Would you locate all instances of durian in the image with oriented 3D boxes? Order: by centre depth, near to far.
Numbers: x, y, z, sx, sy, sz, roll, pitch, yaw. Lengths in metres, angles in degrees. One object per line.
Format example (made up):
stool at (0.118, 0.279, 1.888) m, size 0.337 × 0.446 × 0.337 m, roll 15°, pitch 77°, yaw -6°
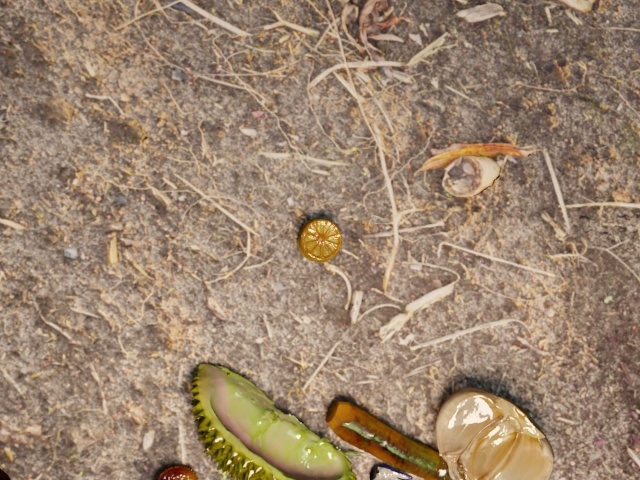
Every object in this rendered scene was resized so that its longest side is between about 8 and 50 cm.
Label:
durian at (-0.087, 0.361, 1.671) m, size 0.355 × 0.157 × 0.169 m, roll 32°, pitch 67°, yaw -8°

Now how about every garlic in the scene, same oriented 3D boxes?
garlic at (0.312, 0.364, 1.749) m, size 0.229 × 0.143 × 0.178 m, roll 39°, pitch 102°, yaw -4°

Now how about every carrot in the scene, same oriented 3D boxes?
carrot at (0.130, 0.374, 1.751) m, size 0.260 × 0.070 × 0.070 m, roll 28°, pitch 84°, yaw -10°

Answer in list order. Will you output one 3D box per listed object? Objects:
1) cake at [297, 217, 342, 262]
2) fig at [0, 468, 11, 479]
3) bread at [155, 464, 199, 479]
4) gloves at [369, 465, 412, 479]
cake at (0.000, 0.000, 1.743) m, size 0.084 × 0.044 × 0.084 m, roll 0°, pitch 88°, yaw -10°
fig at (-0.589, 0.500, 1.568) m, size 0.203 × 0.186 × 0.250 m, roll -21°, pitch 101°, yaw -28°
bread at (-0.255, 0.440, 1.685) m, size 0.085 × 0.053 × 0.085 m, roll 0°, pitch 89°, yaw -10°
gloves at (0.132, 0.450, 1.762) m, size 0.086 × 0.026 × 0.064 m, roll 19°, pitch 120°, yaw -6°
